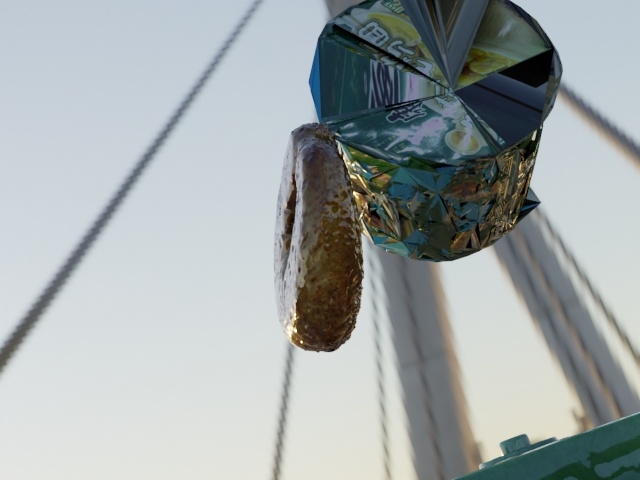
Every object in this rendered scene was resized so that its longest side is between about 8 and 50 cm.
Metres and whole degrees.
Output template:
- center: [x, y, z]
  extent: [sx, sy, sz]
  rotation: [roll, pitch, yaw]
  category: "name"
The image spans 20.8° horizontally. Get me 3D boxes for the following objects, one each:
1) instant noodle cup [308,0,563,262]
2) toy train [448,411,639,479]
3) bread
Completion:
- center: [0.107, -0.101, 1.640]
  extent: [0.240, 0.240, 0.178]
  rotation: [-17, -36, -11]
  category: "instant noodle cup"
- center: [0.068, 0.190, 0.982]
  extent: [0.301, 0.120, 0.202]
  rotation: [-18, -8, -10]
  category: "toy train"
- center: [0.000, 0.000, 1.397]
  extent: [0.064, 0.193, 0.193]
  rotation: [0, -14, -7]
  category: "bread"
